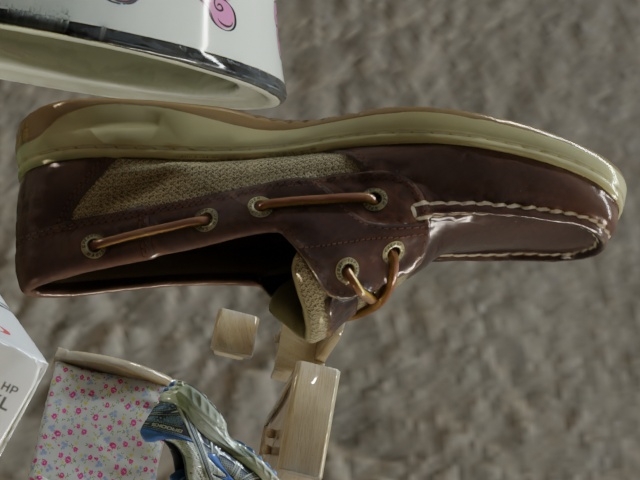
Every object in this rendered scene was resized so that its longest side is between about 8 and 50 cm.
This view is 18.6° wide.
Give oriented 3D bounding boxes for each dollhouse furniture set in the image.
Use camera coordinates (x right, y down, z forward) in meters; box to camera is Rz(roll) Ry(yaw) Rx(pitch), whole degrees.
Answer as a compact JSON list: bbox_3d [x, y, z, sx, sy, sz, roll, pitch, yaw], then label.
[{"bbox_3d":[-0.173,0.154,1.954,0.355,0.174,0.303,15,63,-7],"label":"dollhouse furniture set"}]

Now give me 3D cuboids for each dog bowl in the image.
[{"bbox_3d":[-0.216,-0.209,1.490,0.408,0.408,0.150,10,87,-17],"label":"dog bowl"}]

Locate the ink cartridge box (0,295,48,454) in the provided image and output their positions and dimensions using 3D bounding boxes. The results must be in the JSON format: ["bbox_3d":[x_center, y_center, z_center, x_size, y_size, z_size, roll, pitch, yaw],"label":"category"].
[{"bbox_3d":[-0.441,0.067,1.767,0.285,0.395,0.166,27,93,-24],"label":"ink cartridge box"}]

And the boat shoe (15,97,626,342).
[{"bbox_3d":[0.000,0.000,1.083,0.342,0.123,0.123,5,69,-8],"label":"boat shoe"}]

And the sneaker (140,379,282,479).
[{"bbox_3d":[-0.077,0.166,1.400,0.135,0.052,0.058,47,70,-10],"label":"sneaker"}]
